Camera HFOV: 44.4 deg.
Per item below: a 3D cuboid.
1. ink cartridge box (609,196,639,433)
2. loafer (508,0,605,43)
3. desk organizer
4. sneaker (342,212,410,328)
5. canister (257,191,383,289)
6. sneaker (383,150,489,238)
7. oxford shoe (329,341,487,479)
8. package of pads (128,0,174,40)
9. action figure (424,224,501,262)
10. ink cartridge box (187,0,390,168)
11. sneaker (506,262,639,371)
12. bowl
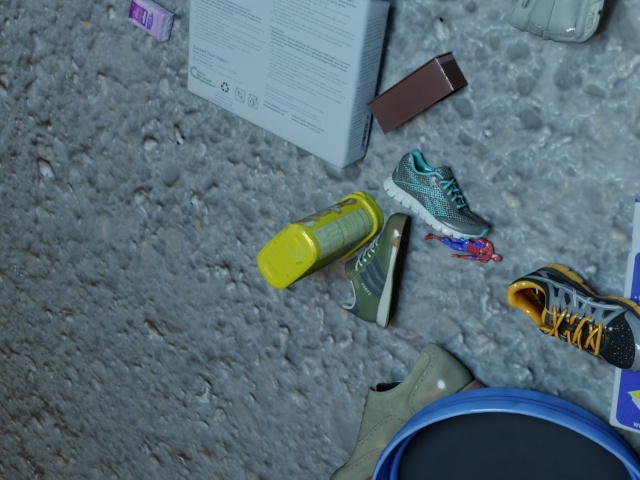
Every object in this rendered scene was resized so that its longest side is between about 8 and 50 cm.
[{"bbox_3d":[0.497,0.113,0.879,0.304,0.072,0.307,14,113,36],"label":"ink cartridge box"},{"bbox_3d":[0.271,-0.372,0.833,0.111,0.112,0.319,14,117,17],"label":"loafer"},{"bbox_3d":[0.130,-0.198,1.060,0.130,0.047,0.050,-29,91,41],"label":"desk organizer"},{"bbox_3d":[0.076,0.041,1.172,0.086,0.064,0.192,16,120,16],"label":"sneaker"},{"bbox_3d":[0.000,0.000,1.156,0.126,0.170,0.073,-41,80,40],"label":"canister"},{"bbox_3d":[0.164,-0.064,1.077,0.166,0.065,0.076,35,121,21],"label":"sneaker"},{"bbox_3d":[0.112,0.288,1.225,0.130,0.123,0.348,51,121,17],"label":"oxford shoe"},{"bbox_3d":[-0.286,-0.378,1.329,0.083,0.032,0.050,36,123,23],"label":"package of pads"},{"bbox_3d":[0.200,0.006,1.097,0.115,0.030,0.038,22,115,28],"label":"action figure"},{"bbox_3d":[-0.056,-0.312,1.125,0.324,0.071,0.330,31,131,27],"label":"ink cartridge box"},{"bbox_3d":[0.313,0.099,0.953,0.215,0.083,0.084,37,131,56],"label":"sneaker"},{"bbox_3d":[0.263,0.372,1.081,0.391,0.077,0.391,7,117,15],"label":"bowl"}]
